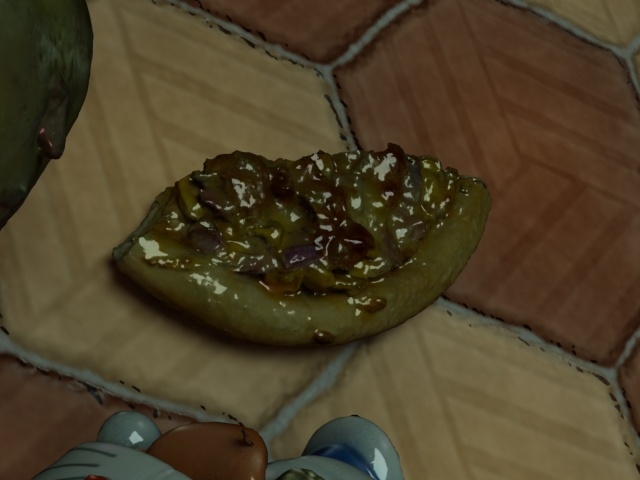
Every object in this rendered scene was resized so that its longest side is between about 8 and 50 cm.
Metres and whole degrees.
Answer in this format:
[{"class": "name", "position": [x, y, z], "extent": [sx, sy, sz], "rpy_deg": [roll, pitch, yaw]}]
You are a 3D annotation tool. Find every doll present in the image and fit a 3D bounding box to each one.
[{"class": "doll", "position": [-0.033, 0.155, 0.751], "extent": [0.215, 0.161, 0.257], "rpy_deg": [37, 31, 28]}]

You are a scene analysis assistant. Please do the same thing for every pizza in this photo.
[{"class": "pizza", "position": [0.001, -0.002, 0.929], "extent": [0.246, 0.058, 0.127], "rpy_deg": [4, 61, -34]}]

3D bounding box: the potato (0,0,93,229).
[{"class": "potato", "position": [-0.255, -0.121, 0.728], "extent": [0.326, 0.221, 0.243], "rpy_deg": [19, 44, -11]}]
